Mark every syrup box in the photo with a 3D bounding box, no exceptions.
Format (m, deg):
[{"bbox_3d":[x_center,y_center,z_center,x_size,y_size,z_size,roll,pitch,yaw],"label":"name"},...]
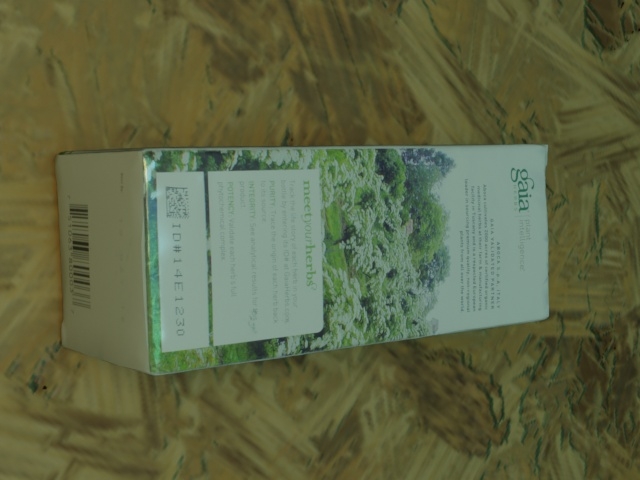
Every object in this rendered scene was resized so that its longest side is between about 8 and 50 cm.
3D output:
[{"bbox_3d":[0.000,0.000,0.516,0.237,0.096,0.093,-4,95,-36],"label":"syrup box"}]
